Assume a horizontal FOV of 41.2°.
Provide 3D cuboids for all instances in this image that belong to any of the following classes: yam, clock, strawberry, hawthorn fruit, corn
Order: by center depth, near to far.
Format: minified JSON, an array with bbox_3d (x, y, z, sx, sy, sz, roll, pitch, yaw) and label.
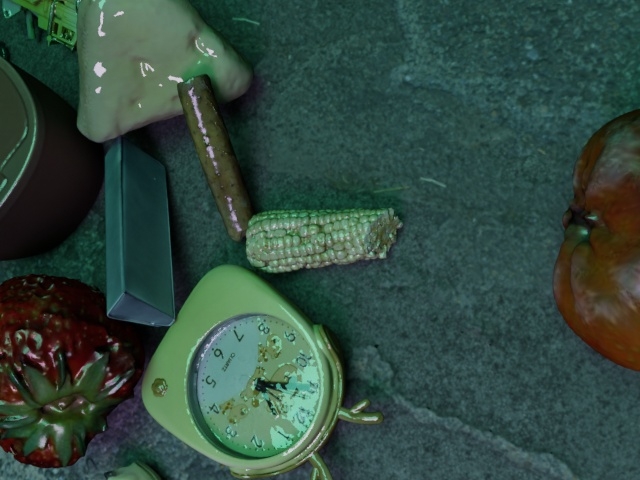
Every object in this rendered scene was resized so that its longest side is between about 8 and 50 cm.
[{"bbox_3d":[0.382,-0.004,0.901,0.284,0.284,0.284,-3,80,19],"label":"hawthorn fruit"},{"bbox_3d":[-0.070,0.194,1.114,0.308,0.096,0.235,33,92,21],"label":"clock"},{"bbox_3d":[0.000,0.000,1.129,0.211,0.087,0.087,-2,80,19],"label":"corn"},{"bbox_3d":[-0.135,-0.109,1.149,0.056,0.057,0.241,-7,115,18],"label":"yam"},{"bbox_3d":[-0.376,0.155,1.159,0.250,0.238,0.288,-40,36,0],"label":"strawberry"}]

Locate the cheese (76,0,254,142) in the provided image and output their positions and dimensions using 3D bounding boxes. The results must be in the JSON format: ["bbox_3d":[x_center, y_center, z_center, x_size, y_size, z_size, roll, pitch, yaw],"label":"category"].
[{"bbox_3d":[-0.225,-0.282,1.165,0.251,0.248,0.174,-8,34,-4],"label":"cheese"}]

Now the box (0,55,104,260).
[{"bbox_3d":[-0.474,-0.115,1.249,0.301,0.216,0.301,-3,81,20],"label":"box"}]

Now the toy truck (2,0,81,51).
[{"bbox_3d":[-0.395,-0.362,1.328,0.259,0.128,0.135,23,115,20],"label":"toy truck"}]

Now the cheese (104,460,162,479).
[{"bbox_3d":[-0.247,0.437,1.147,0.163,0.071,0.249,-33,71,12],"label":"cheese"}]

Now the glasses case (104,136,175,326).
[{"bbox_3d":[-0.256,-0.011,1.167,0.056,0.105,0.266,-25,53,21],"label":"glasses case"}]

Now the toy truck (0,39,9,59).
[{"bbox_3d":[-0.557,-0.306,1.405,0.083,0.039,0.044,-11,91,16],"label":"toy truck"}]
